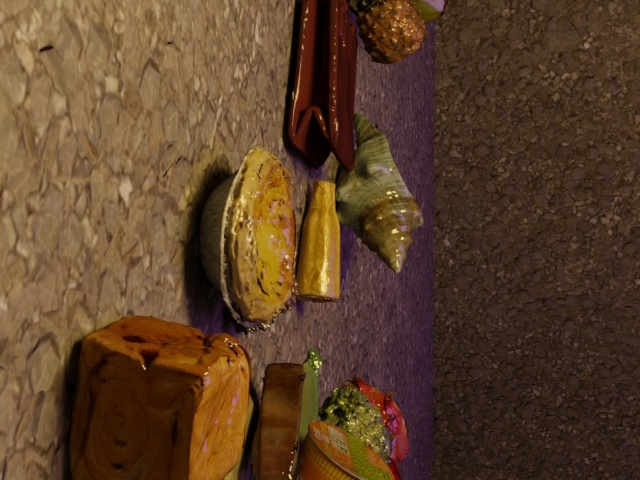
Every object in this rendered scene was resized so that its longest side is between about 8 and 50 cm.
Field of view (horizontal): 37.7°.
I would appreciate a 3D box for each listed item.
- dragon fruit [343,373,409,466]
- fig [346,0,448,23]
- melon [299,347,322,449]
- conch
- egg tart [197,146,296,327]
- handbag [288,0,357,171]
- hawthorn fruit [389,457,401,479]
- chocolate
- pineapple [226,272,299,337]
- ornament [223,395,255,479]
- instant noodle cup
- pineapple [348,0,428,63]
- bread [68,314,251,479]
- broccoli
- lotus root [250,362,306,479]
[{"bbox_3d":[0.111,0.442,2.051,0.126,0.161,0.274,-58,151,-68],"label":"dragon fruit"},{"bbox_3d":[0.150,-0.516,1.838,0.203,0.225,0.203,23,90,-90],"label":"fig"},{"bbox_3d":[-0.040,0.288,1.666,0.261,0.053,0.114,-75,145,-54],"label":"melon"},{"bbox_3d":[0.098,-0.105,1.906,0.386,0.170,0.203,63,-24,22],"label":"conch"},{"bbox_3d":[-0.095,-0.005,1.203,0.234,0.094,0.234,2,90,-74],"label":"egg tart"},{"bbox_3d":[0.015,-0.268,1.619,0.260,0.084,0.275,26,66,-78],"label":"handbag"},{"bbox_3d":[0.078,0.498,1.923,0.185,0.185,0.202,73,9,-56],"label":"hawthorn fruit"},{"bbox_3d":[0.000,0.000,1.653,0.085,0.086,0.219,44,49,-73],"label":"chocolate"},{"bbox_3d":[-0.083,0.090,1.338,0.159,0.074,0.074,-44,136,-65],"label":"pineapple"},{"bbox_3d":[-0.122,0.314,1.262,0.180,0.059,0.201,81,16,-59],"label":"ornament"},{"bbox_3d":[0.002,0.414,1.509,0.185,0.168,0.168,-57,170,9],"label":"instant noodle cup"},{"bbox_3d":[0.097,-0.447,1.704,0.248,0.128,0.128,58,28,-23],"label":"pineapple"},{"bbox_3d":[-0.152,0.162,0.896,0.143,0.149,0.158,-17,110,-72],"label":"bread"},{"bbox_3d":[0.038,0.404,1.736,0.176,0.226,0.198,50,-7,-22],"label":"broccoli"},{"bbox_3d":[-0.058,0.262,1.352,0.260,0.075,0.170,98,-2,-77],"label":"lotus root"}]
